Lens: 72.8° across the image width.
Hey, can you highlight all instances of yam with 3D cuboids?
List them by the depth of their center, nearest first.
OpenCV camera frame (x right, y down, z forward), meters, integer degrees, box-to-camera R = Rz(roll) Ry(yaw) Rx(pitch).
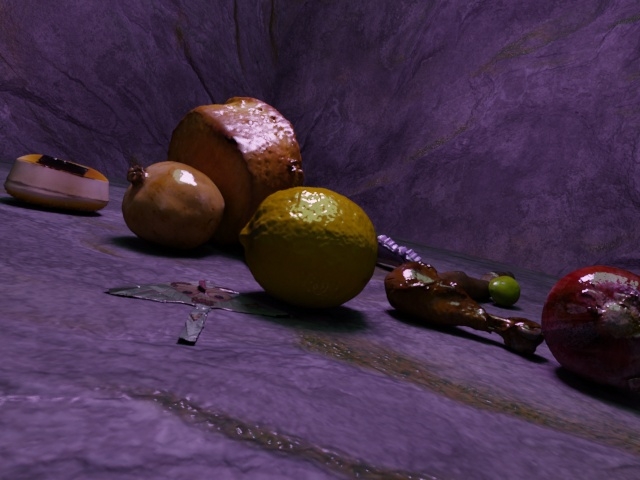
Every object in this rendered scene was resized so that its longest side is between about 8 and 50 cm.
[{"bbox_3d":[0.550,0.122,1.330,0.061,0.061,0.274,16,6,33],"label":"yam"}]

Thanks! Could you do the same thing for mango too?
[{"bbox_3d":[0.432,0.118,1.024,0.108,0.073,0.056,11,-24,-39],"label":"mango"}]

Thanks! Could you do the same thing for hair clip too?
[{"bbox_3d":[0.203,0.051,1.191,0.106,0.084,0.292,58,-15,-27],"label":"hair clip"}]

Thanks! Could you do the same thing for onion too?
[{"bbox_3d":[0.377,0.117,0.586,0.159,0.159,0.195,14,-10,19],"label":"onion"}]

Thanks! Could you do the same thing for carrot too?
[{"bbox_3d":[0.324,0.105,0.978,0.070,0.070,0.342,17,6,39],"label":"carrot"}]

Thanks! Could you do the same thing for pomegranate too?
[{"bbox_3d":[-0.285,-0.071,0.828,0.196,0.196,0.196,12,6,-1],"label":"pomegranate"}]

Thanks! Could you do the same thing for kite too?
[{"bbox_3d":[-0.142,0.077,0.528,0.229,0.012,0.250,10,7,-13],"label":"kite"}]

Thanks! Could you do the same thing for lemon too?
[{"bbox_3d":[-0.013,0.009,0.627,0.193,0.180,0.180,29,6,0],"label":"lemon"}]

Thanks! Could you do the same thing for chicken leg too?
[{"bbox_3d":[0.217,0.109,0.682,0.251,0.087,0.107,23,28,26],"label":"chicken leg"}]

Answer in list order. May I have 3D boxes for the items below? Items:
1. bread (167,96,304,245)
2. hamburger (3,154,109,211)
[{"bbox_3d":[-0.205,-0.155,1.008,0.358,0.337,0.204,40,29,29],"label":"bread"},{"bbox_3d":[-0.608,-0.125,1.017,0.210,0.116,0.173,14,13,-30],"label":"hamburger"}]
